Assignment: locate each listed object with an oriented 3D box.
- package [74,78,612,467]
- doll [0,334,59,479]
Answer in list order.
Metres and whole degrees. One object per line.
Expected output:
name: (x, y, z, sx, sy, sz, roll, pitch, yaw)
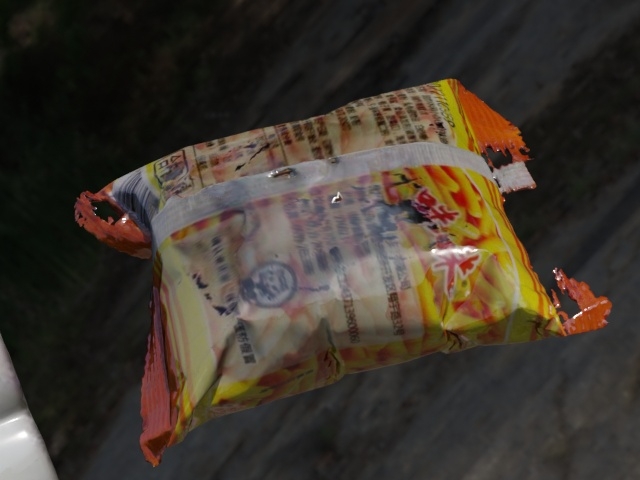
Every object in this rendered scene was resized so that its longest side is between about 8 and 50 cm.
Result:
package: (0.003, 0.005, 0.912, 0.288, 0.108, 0.223, -19, 50, -1)
doll: (-0.239, 0.112, 0.532, 0.290, 0.161, 0.130, -21, 4, -17)
